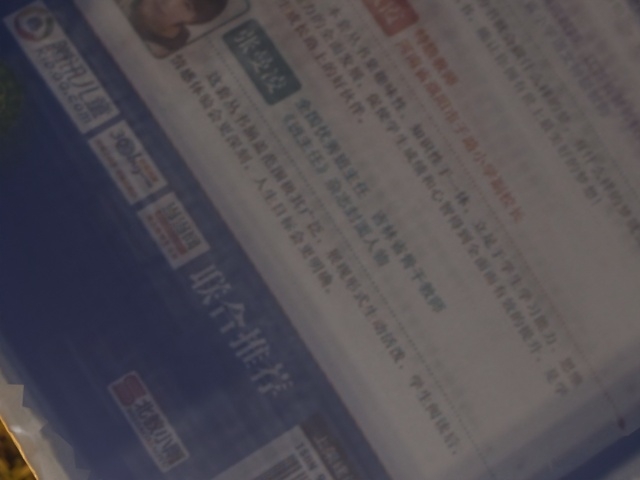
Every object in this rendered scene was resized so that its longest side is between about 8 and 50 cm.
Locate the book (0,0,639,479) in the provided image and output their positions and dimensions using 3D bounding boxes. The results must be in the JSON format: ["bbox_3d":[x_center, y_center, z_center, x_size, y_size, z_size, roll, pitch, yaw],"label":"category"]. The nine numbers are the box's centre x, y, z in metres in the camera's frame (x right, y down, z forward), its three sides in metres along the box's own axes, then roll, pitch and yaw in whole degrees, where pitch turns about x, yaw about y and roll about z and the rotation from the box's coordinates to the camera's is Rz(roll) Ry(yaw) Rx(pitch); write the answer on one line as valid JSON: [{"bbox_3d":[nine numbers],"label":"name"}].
[{"bbox_3d":[0.050,-0.033,0.498,0.322,0.018,0.228,-30,86,-15],"label":"book"}]
